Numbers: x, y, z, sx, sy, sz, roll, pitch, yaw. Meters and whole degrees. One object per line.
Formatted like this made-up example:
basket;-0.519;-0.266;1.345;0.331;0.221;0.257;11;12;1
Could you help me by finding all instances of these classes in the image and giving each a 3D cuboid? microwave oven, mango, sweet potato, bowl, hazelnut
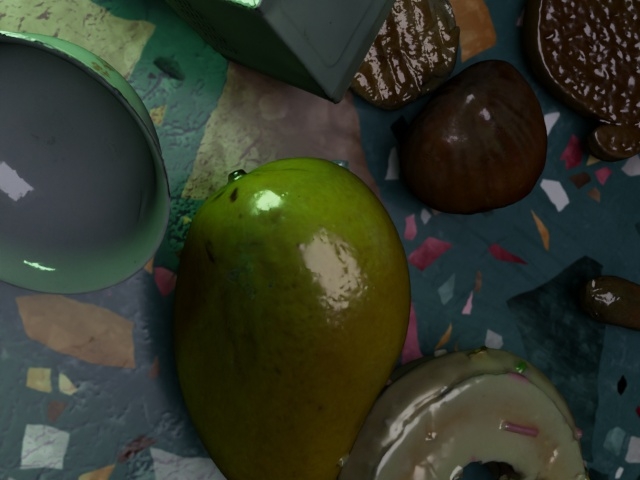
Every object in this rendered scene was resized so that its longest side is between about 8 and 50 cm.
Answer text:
microwave oven;-0.024;-0.396;1.460;0.355;0.218;0.286;-61;151;-5
mango;-0.036;0.120;1.490;0.301;0.220;0.445;6;106;23
sweet potato;0.491;0.104;1.783;0.273;0.075;0.075;13;87;-22
bowl;-0.314;-0.116;1.414;0.345;0.345;0.157;43;34;-16
hazelnut;0.209;-0.127;1.610;0.210;0.210;0.186;-39;99;-15

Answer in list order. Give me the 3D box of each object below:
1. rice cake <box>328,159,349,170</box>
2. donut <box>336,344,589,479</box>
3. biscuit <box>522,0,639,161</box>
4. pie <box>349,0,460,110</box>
rice cake;0.000;0.000;1.619;0.124;0.038;0.211;-8;95;-19
donut;0.170;0.294;1.623;0.371;0.150;0.307;-24;106;-19
biscuit;0.466;-0.277;1.763;0.394;0.070;0.350;27;85;-18
pie;0.099;-0.267;1.644;0.195;0.046;0.195;0;90;-19
